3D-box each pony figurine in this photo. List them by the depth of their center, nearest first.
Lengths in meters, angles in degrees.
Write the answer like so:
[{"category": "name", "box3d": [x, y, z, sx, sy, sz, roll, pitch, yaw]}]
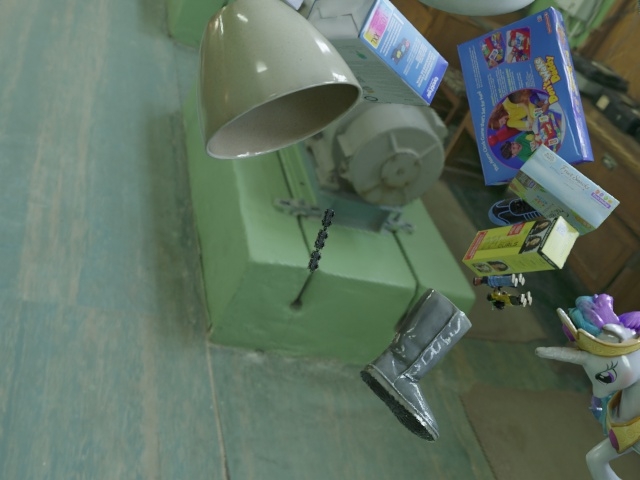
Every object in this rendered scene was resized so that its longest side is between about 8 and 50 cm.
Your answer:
[{"category": "pony figurine", "box3d": [0.452, 0.187, 0.747, 0.351, 0.363, 0.303, -21, 14, 4]}]

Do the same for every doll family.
[{"category": "doll family", "box3d": [0.474, 0.129, 1.721, 0.111, 0.193, 0.076, 1, 46, 36]}]

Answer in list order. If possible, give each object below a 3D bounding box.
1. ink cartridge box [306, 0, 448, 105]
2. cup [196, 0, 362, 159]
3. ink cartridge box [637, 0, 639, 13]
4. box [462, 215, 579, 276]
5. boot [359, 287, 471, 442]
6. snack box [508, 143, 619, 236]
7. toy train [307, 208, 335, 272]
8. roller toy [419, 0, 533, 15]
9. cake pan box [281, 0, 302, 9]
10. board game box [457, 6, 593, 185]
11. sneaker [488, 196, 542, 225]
[{"category": "ink cartridge box", "box3d": [0.166, -0.511, 1.846, 0.395, 0.151, 0.270, 33, -10, -41]}, {"category": "cup", "box3d": [-0.113, -0.336, 1.304, 0.331, 0.331, 0.237, -14, 80, -47]}, {"category": "ink cartridge box", "box3d": [0.718, -0.502, 1.129, 0.238, 0.275, 0.060, 0, 71, 5]}, {"category": "box", "box3d": [0.379, 0.015, 1.264, 0.058, 0.232, 0.087, 39, 71, -15]}, {"category": "boot", "box3d": [0.192, 0.215, 1.145, 0.208, 0.076, 0.190, -41, 93, -28]}, {"category": "snack box", "box3d": [0.462, -0.089, 1.270, 0.174, 0.070, 0.207, 41, 4, 10]}, {"category": "toy train", "box3d": [0.000, 0.000, 1.557, 0.027, 0.158, 0.036, 17, 2, -8]}, {"category": "roller toy", "box3d": [0.179, -0.361, 0.731, 0.209, 0.146, 0.191, -27, 57, -24]}, {"category": "cake pan box", "box3d": [-0.062, -0.663, 1.466, 0.070, 0.267, 0.246, 29, 8, -46]}, {"category": "board game box", "box3d": [0.469, -0.323, 1.517, 0.078, 0.233, 0.347, -5, 84, -52]}, {"category": "sneaker", "box3d": [0.577, -0.099, 1.780, 0.232, 0.090, 0.081, -10, 69, 1]}]
